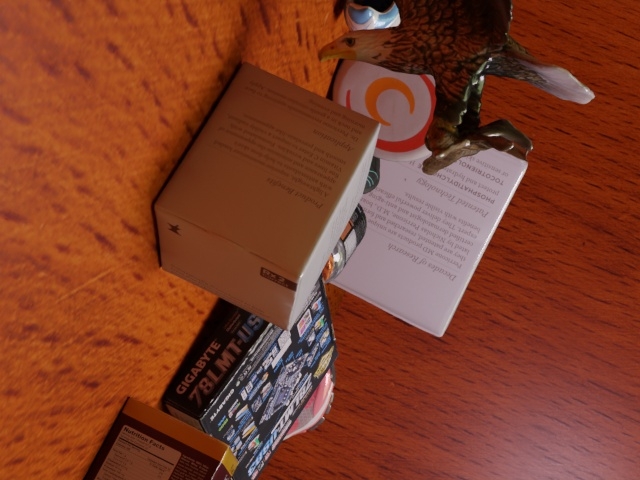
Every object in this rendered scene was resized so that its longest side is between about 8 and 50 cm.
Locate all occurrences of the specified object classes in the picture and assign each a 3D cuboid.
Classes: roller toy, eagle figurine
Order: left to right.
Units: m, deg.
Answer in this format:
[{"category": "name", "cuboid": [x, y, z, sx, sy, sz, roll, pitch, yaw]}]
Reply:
[{"category": "roller toy", "cuboid": [0.123, -0.229, 1.542, 0.191, 0.209, 0.146, -23, -162, 31]}, {"category": "eagle figurine", "cuboid": [0.099, -0.219, 0.971, 0.226, 0.225, 0.298, -12, -93, 52]}]

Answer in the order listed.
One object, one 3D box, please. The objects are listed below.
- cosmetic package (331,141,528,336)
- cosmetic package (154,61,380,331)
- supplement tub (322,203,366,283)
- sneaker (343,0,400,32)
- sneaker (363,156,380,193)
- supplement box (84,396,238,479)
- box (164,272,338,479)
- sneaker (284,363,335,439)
[{"category": "cosmetic package", "cuboid": [0.209, -0.072, 2.194, 0.393, 0.327, 0.329, -66, 174, 14]}, {"category": "cosmetic package", "cuboid": [-0.052, -0.040, 1.015, 0.183, 0.151, 0.151, -61, 173, -24]}, {"category": "supplement tub", "cuboid": [0.000, 0.000, 1.721, 0.117, 0.117, 0.190, -69, 172, 29]}, {"category": "sneaker", "cuboid": [0.100, -0.364, 1.333, 0.086, 0.085, 0.237, 72, 40, -70]}, {"category": "sneaker", "cuboid": [0.047, -0.124, 1.714, 0.267, 0.101, 0.106, -56, 167, -55]}, {"category": "supplement box", "cuboid": [-0.201, 0.312, 1.223, 0.194, 0.129, 0.191, -63, 173, -16]}, {"category": "box", "cuboid": [-0.087, 0.198, 1.521, 0.295, 0.073, 0.293, -54, 156, -25]}, {"category": "sneaker", "cuboid": [-0.100, 0.300, 1.761, 0.314, 0.116, 0.136, -47, 148, 15]}]
